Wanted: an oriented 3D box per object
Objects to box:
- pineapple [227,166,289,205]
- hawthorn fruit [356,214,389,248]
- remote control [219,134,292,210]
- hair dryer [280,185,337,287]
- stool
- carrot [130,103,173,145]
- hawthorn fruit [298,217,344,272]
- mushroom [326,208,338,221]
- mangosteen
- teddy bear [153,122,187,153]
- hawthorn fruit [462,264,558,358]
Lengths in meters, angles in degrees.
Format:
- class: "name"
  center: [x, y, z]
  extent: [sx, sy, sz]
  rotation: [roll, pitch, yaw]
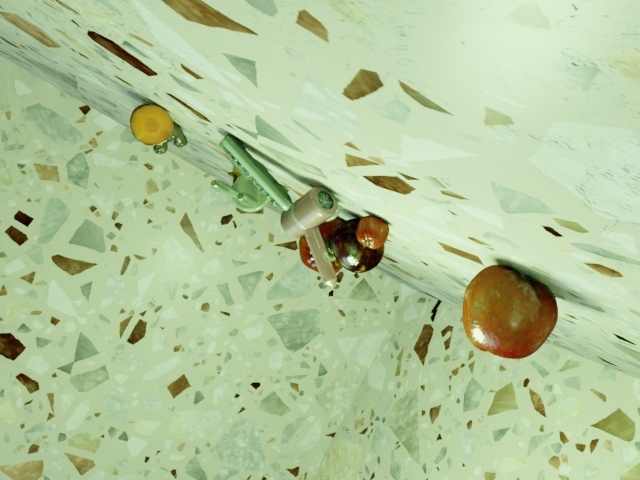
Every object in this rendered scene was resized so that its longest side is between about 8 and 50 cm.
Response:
- class: "pineapple"
  center: [-0.308, -0.232, 2.374]
  extent: [0.334, 0.161, 0.158]
  rotation: [25, 178, 8]
- class: "hawthorn fruit"
  center: [0.189, -0.030, 1.831]
  extent: [0.128, 0.128, 0.128]
  rotation: [28, 176, 2]
- class: "remote control"
  center: [-0.229, -0.243, 1.810]
  extent: [0.335, 0.065, 0.128]
  rotation: [47, 174, -14]
- class: "hair dryer"
  center: [0.000, 0.000, 1.817]
  extent: [0.125, 0.352, 0.210]
  rotation: [-12, 166, -43]
- class: "stool"
  center: [-0.316, -0.235, 2.101]
  extent: [0.195, 0.195, 0.198]
  rotation: [27, 175, 20]
- class: "carrot"
  center: [-0.689, -0.473, 2.014]
  extent: [0.159, 0.159, 0.225]
  rotation: [30, -176, -31]
- class: "hawthorn fruit"
  center: [0.025, 0.020, 2.423]
  extent: [0.295, 0.295, 0.311]
  rotation: [29, 173, -13]
- class: "mushroom"
  center: [0.008, -0.137, 1.977]
  extent: [0.116, 0.093, 0.225]
  rotation: [52, 179, -15]
- class: "mangosteen"
  center: [0.122, 0.035, 2.071]
  extent: [0.231, 0.231, 0.289]
  rotation: [31, 139, -35]
- class: "teddy bear"
  center: [-0.686, -0.468, 2.162]
  extent: [0.190, 0.177, 0.140]
  rotation: [25, 130, 34]
- class: "hawthorn fruit"
  center: [0.561, 0.214, 1.498]
  extent: [0.284, 0.284, 0.284]
  rotation: [28, 176, 2]
